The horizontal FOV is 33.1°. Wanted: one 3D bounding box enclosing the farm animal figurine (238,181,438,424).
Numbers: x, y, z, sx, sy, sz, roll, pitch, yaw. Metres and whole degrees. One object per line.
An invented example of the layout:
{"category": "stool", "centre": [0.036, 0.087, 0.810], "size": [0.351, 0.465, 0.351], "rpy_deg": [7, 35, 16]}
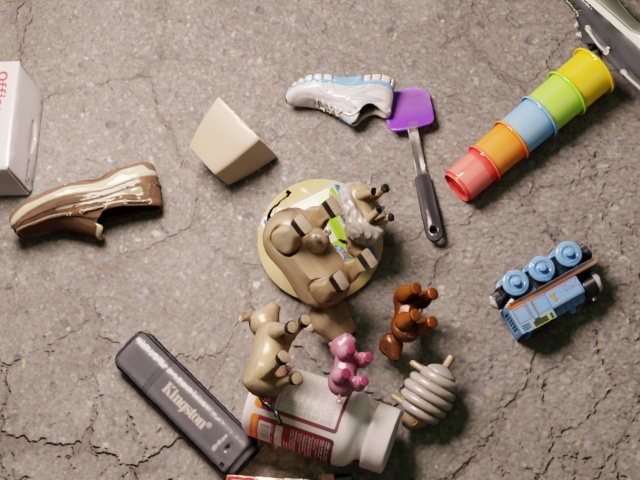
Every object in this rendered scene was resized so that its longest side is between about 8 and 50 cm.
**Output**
{"category": "farm animal figurine", "centre": [-0.006, 0.087, 1.631], "size": [0.330, 0.172, 0.327], "rpy_deg": [-13, 78, -36]}

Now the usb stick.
{"category": "usb stick", "centre": [-0.212, 0.254, 1.690], "size": [0.278, 0.045, 0.077], "rpy_deg": [42, 77, 17]}

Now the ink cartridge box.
{"category": "ink cartridge box", "centre": [-0.644, -0.191, 1.854], "size": [0.289, 0.121, 0.211], "rpy_deg": [-2, 70, 4]}

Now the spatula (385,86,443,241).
{"category": "spatula", "centre": [0.166, -0.133, 1.807], "size": [0.084, 0.030, 0.297], "rpy_deg": [-12, 69, 4]}

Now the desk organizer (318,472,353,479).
{"category": "desk organizer", "centre": [0.036, 0.412, 1.609], "size": [0.050, 0.047, 0.130], "rpy_deg": [-12, 69, -2]}

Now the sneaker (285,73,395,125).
{"category": "sneaker", "centre": [0.033, -0.235, 1.834], "size": [0.190, 0.071, 0.083], "rpy_deg": [-2, 69, 7]}

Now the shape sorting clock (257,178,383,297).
{"category": "shape sorting clock", "centre": [0.000, 0.000, 1.767], "size": [0.206, 0.040, 0.206], "rpy_deg": [-1, 79, 4]}

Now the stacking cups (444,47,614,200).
{"category": "stacking cups", "centre": [0.341, -0.186, 1.791], "size": [0.316, 0.096, 0.096], "rpy_deg": [-40, 71, -4]}

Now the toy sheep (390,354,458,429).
{"category": "toy sheep", "centre": [0.165, 0.231, 1.644], "size": [0.091, 0.091, 0.132], "rpy_deg": [29, 93, 15]}

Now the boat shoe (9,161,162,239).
{"category": "boat shoe", "centre": [-0.387, -0.046, 1.795], "size": [0.257, 0.095, 0.095], "rpy_deg": [-21, 75, -3]}

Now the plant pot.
{"category": "plant pot", "centre": [-0.155, -0.159, 1.812], "size": [0.096, 0.109, 0.109], "rpy_deg": [-44, 72, 2]}

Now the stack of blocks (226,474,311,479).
{"category": "stack of blocks", "centre": [-0.062, 0.499, 1.562], "size": [0.171, 0.087, 0.297], "rpy_deg": [2, 70, 6]}

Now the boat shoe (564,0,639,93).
{"category": "boat shoe", "centre": [0.485, -0.355, 1.824], "size": [0.114, 0.091, 0.302], "rpy_deg": [-11, 54, -47]}

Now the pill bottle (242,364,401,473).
{"category": "pill bottle", "centre": [0.003, 0.269, 1.624], "size": [0.221, 0.121, 0.121], "rpy_deg": [17, 72, 11]}

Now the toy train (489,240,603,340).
{"category": "toy train", "centre": [0.358, 0.077, 1.691], "size": [0.184, 0.080, 0.105], "rpy_deg": [-28, 79, -8]}
